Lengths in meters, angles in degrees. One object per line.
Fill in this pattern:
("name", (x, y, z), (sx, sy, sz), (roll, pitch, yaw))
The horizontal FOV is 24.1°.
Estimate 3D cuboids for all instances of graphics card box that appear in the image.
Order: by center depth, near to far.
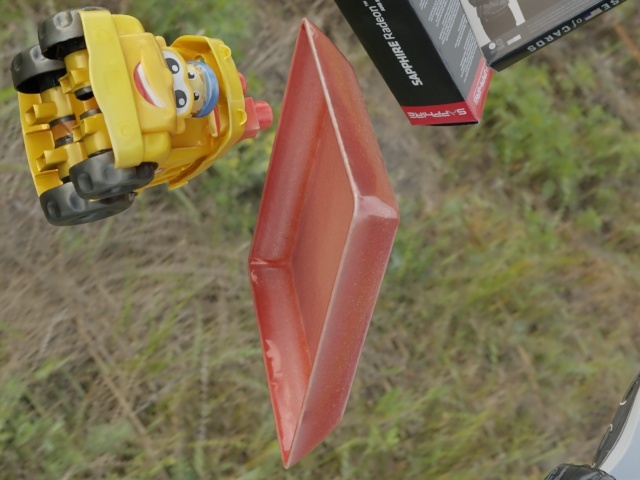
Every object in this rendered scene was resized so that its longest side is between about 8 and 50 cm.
("graphics card box", (0.093, -0.323, 1.605), (0.371, 0.094, 0.233), (53, 47, -46))

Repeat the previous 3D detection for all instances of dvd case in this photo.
("dvd case", (0.176, -0.283, 1.235), (0.029, 0.179, 0.238), (21, 46, -57))

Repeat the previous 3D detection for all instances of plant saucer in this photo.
("plant saucer", (0.000, 0.000, 1.165), (0.048, 0.258, 0.259), (4, 37, -15))

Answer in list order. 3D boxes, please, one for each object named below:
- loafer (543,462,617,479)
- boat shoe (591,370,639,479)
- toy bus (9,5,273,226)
("loafer", (0.178, 0.281, 1.308), (0.223, 0.078, 0.076), (-43, 130, -27))
("boat shoe", (0.302, 0.214, 1.462), (0.080, 0.076, 0.228), (22, 88, -5))
("toy bus", (-0.133, -0.108, 1.247), (0.211, 0.220, 0.149), (-9, 83, -24))
